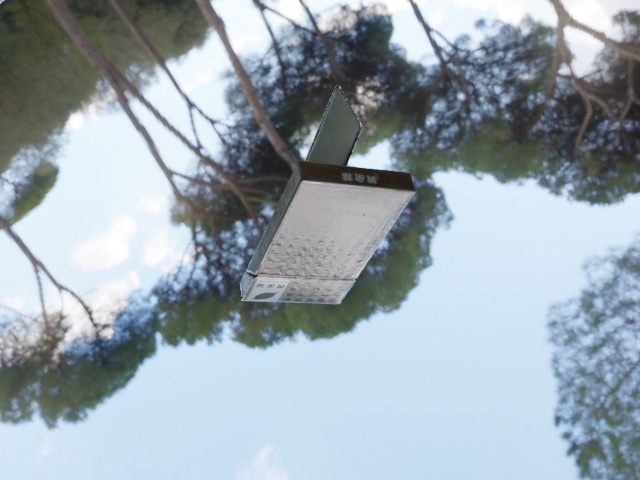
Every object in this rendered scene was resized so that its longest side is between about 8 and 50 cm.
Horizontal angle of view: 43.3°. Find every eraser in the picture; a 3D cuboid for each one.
[{"bbox_3d":[-0.008,-0.108,1.490,0.111,0.077,0.352,-112,-136,-82],"label":"eraser"}]

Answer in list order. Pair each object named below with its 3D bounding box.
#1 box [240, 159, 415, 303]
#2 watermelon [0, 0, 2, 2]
[{"bbox_3d":[0.001,0.000,1.264,0.181,0.324,0.047,4,-126,-21],"label":"box"},{"bbox_3d":[-0.441,-0.351,1.101,0.245,0.063,0.119,-21,-132,33],"label":"watermelon"}]
